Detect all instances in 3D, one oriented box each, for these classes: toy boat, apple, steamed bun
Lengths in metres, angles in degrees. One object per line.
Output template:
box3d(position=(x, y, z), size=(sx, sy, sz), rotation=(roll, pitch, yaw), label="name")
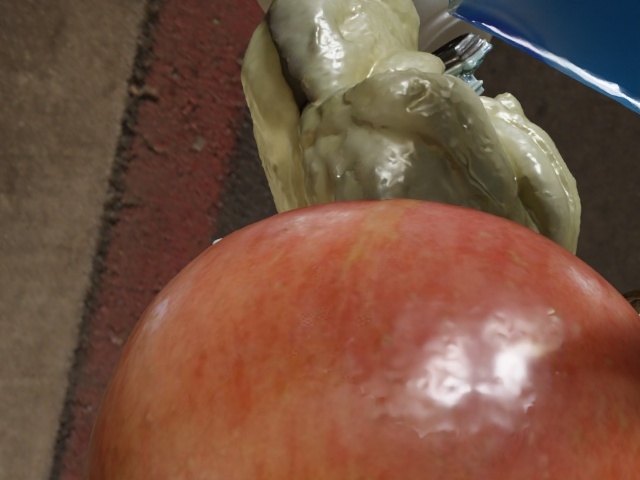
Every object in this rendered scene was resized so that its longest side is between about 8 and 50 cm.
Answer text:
box3d(position=(0.142, -0.172, 1.329), size=(0.059, 0.140, 0.066), rotation=(-42, 99, -15), label="toy boat")
box3d(position=(0.036, 0.165, 0.737), size=(0.364, 0.364, 0.364), rotation=(-18, 130, -23), label="apple")
box3d(position=(0.079, -0.036, 1.061), size=(0.230, 0.372, 0.325), rotation=(-20, 135, -5), label="steamed bun")

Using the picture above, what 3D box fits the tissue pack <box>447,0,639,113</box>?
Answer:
box3d(position=(0.243, -0.181, 0.809), size=(0.263, 0.146, 0.198), rotation=(26, 127, -9), label="tissue pack")

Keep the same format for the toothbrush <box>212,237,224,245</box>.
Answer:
box3d(position=(0.000, 0.000, 1.537), size=(0.263, 0.026, 0.022), rotation=(-3, 106, -12), label="toothbrush")

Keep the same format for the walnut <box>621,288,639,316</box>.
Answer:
box3d(position=(0.229, 0.080, 0.884), size=(0.082, 0.079, 0.096), rotation=(-4, 108, 2), label="walnut")

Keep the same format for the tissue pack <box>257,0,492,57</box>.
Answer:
box3d(position=(0.057, -0.375, 1.931), size=(0.267, 0.277, 0.387), rotation=(-45, 127, -4), label="tissue pack")
